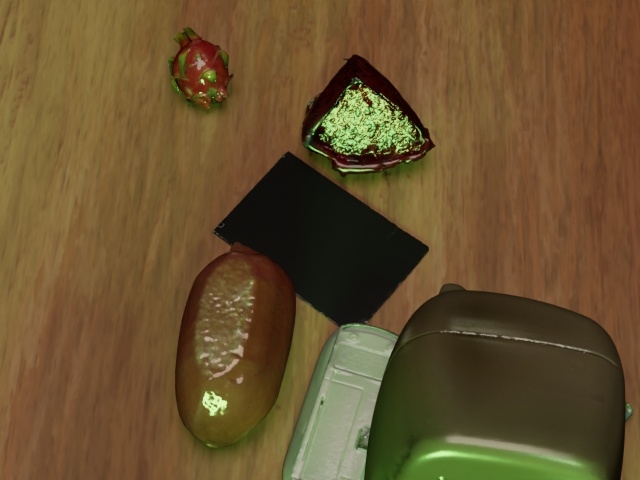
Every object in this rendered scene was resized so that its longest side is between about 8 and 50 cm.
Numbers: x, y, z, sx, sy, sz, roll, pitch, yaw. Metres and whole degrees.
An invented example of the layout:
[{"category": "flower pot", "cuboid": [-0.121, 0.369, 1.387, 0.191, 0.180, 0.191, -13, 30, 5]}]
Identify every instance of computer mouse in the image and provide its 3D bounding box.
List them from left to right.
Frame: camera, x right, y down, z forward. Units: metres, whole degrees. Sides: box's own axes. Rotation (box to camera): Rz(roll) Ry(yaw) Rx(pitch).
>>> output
[{"category": "computer mouse", "cuboid": [0.036, 0.216, 1.777, 0.126, 0.056, 0.245, 14, 63, 7]}]

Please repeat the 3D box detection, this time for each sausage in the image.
[{"category": "sausage", "cuboid": [-0.103, 0.121, 1.786, 0.148, 0.148, 0.254, 5, 60, 3]}]

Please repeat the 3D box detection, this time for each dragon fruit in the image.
[{"category": "dragon fruit", "cuboid": [-0.165, -0.239, 2.006, 0.086, 0.081, 0.116, -13, 63, 5]}, {"category": "dragon fruit", "cuboid": [0.065, -0.154, 1.968, 0.161, 0.120, 0.127, 37, 23, -8]}]

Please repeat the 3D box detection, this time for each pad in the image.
[{"category": "pad", "cuboid": [0.000, 0.000, 1.921, 0.243, 0.004, 0.163, 36, 68, 18]}]

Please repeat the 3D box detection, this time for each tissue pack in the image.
[{"category": "tissue pack", "cuboid": [0.184, 0.238, 1.584, 0.268, 0.387, 0.276, 9, 45, 5]}]

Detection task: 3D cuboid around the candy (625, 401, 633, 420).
[{"category": "candy", "cuboid": [0.296, 0.182, 1.800, 0.182, 0.046, 0.053, 21, 63, 13]}]
